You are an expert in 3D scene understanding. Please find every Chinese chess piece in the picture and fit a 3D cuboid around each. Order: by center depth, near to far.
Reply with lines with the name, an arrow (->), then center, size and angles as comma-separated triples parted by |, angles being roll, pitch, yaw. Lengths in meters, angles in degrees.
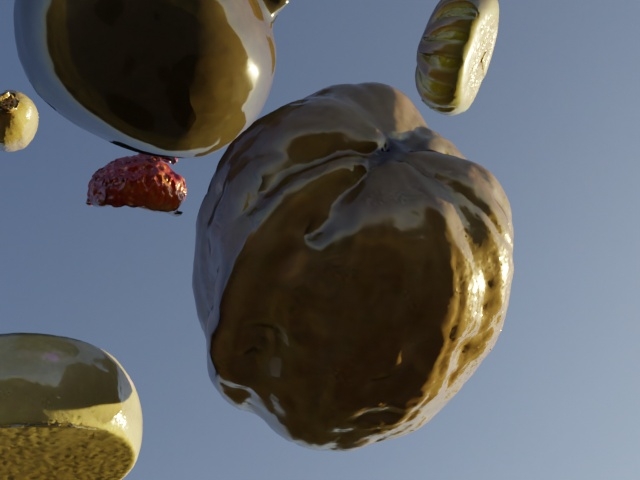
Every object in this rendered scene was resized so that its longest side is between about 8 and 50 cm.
Chinese chess piece -> -0.298, 0.183, 1.019 | 0.250, 0.097, 0.251 | -9, -32, -6

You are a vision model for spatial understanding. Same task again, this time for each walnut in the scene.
walnut -> 0.021, 0.037, 0.993 | 0.306, 0.306, 0.344 | 9, -49, -20

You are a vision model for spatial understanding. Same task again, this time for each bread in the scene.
bread -> 0.213, -0.307, 1.684 | 0.104, 0.213, 0.213 | 21, -44, 15

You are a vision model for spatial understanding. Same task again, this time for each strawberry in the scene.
strawberry -> -0.245, -0.076, 1.342 | 0.121, 0.188, 0.082 | 3, -85, -33

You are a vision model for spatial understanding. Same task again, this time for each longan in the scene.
longan -> -0.171, -0.229, 1.120 | 0.300, 0.243, 0.300 | -6, -69, -16

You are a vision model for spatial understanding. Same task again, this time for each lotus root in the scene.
lotus root -> -0.408, -0.158, 1.390 | 0.073, 0.062, 0.150 | -29, -10, -18
